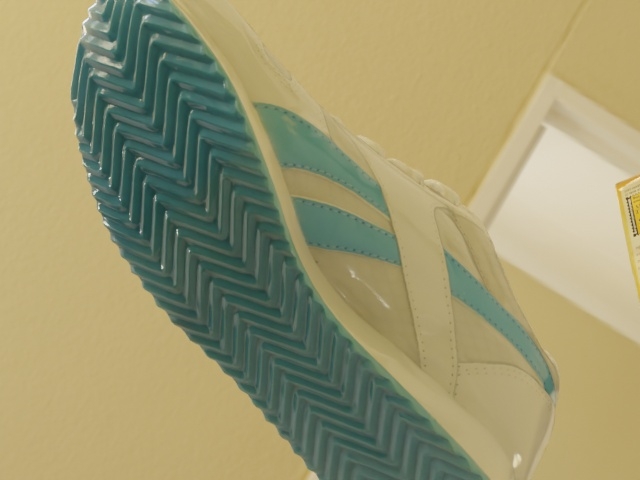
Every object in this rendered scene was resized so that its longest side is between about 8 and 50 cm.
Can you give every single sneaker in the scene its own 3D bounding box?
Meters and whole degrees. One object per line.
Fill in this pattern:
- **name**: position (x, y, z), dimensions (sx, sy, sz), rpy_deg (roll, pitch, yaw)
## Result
- **sneaker**: position (0.000, 0.000, 0.354), dimensions (0.087, 0.092, 0.228), rpy_deg (-28, -79, 43)

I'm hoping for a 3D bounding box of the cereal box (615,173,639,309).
- **cereal box**: position (0.235, 0.087, 0.483), dimensions (0.173, 0.240, 0.047), rpy_deg (9, -22, -36)
